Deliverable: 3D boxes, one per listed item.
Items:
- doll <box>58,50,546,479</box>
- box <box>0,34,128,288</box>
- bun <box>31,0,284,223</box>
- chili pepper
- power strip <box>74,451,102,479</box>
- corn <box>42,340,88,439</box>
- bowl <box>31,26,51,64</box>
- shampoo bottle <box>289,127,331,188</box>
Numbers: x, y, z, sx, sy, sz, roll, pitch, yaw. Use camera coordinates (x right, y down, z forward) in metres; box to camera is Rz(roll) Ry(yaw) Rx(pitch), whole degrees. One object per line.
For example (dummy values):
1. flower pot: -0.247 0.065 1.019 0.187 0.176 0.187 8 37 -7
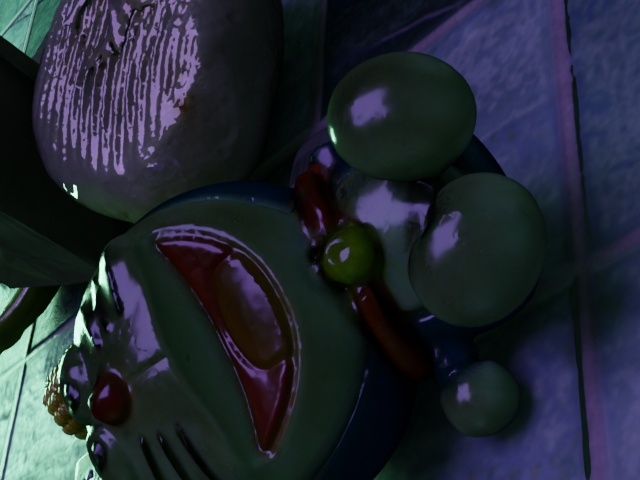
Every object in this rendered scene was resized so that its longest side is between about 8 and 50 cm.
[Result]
1. doll: -0.011 0.048 0.684 0.321 0.186 0.199 -30 73 21
2. box: -0.296 -0.068 1.141 0.155 0.231 0.149 -4 65 30
3. bun: -0.122 -0.137 1.026 0.272 0.168 0.273 -20 62 42
4. chili pepper: -0.297 0.038 1.281 0.050 0.052 0.202 27 86 30
5. power strip: -0.158 0.259 0.901 0.092 0.034 0.268 -40 37 36
6. corn: -0.135 0.073 0.962 0.248 0.081 0.081 -42 36 35
7. bowl: -0.198 -0.200 1.228 0.211 0.112 0.211 -43 27 29
8. shampoo bottle: 0.000 0.000 0.841 0.080 0.040 0.165 -25 48 47
